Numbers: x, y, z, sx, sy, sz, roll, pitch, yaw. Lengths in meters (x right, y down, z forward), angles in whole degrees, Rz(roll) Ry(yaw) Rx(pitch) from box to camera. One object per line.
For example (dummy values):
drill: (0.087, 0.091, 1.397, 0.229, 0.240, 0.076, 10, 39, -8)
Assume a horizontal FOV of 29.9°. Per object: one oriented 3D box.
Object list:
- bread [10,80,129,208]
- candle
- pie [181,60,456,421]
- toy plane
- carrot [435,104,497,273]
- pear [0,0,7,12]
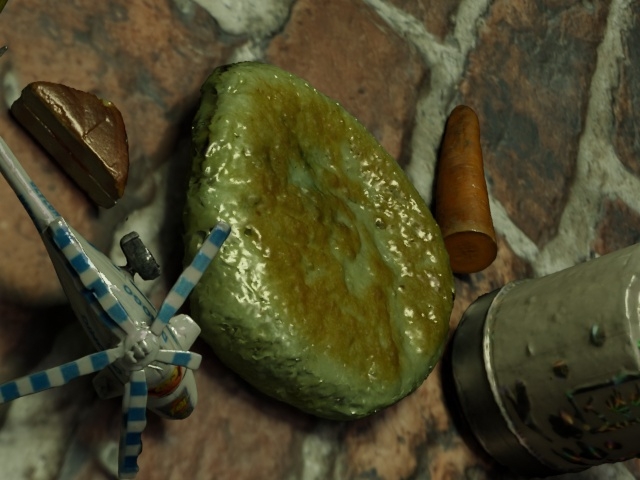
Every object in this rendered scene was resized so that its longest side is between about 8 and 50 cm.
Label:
bread: (-0.176, -0.080, 0.907, 0.109, 0.043, 0.062, 50, 42, -6)
candle: (0.277, 0.095, 1.029, 0.187, 0.330, 0.187, 19, 60, -38)
pie: (0.000, 0.000, 1.013, 0.323, 0.070, 0.323, 27, 49, -35)
toy plane: (-0.171, 0.018, 0.797, 0.273, 0.107, 0.182, 39, 86, -18)
carrot: (0.144, -0.065, 1.208, 0.061, 0.061, 0.209, 31, 42, -27)
pear: (-0.317, -0.176, 0.670, 0.307, 0.253, 0.253, -35, 91, -42)
